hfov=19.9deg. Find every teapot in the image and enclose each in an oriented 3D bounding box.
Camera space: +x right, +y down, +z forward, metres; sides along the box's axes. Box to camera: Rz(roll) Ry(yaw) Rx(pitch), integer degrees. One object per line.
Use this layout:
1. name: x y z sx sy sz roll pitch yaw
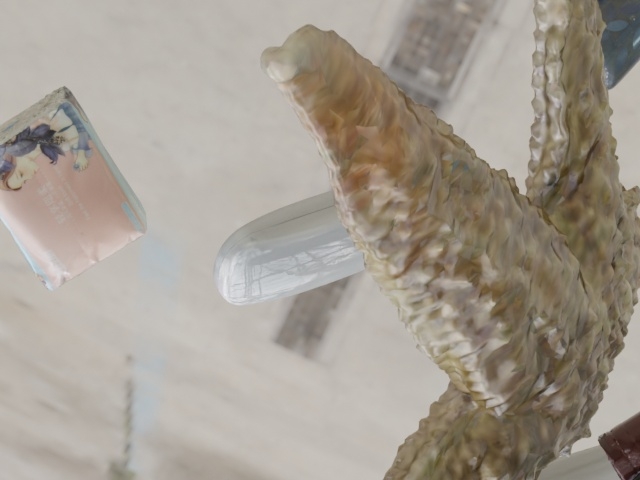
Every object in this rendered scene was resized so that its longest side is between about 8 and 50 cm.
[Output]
1. teapot: 0.165 -0.131 1.045 0.063 0.083 0.049 43 170 1

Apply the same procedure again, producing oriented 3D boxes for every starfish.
1. starfish: 0.052 -0.001 0.709 0.132 0.398 0.384 22 138 32

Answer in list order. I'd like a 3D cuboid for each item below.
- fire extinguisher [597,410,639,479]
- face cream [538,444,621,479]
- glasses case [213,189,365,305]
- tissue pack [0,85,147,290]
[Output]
1. fire extinguisher: 0.229 0.098 1.084 0.039 0.132 0.056 56 -177 -25
2. face cream: 0.190 0.201 1.406 0.089 0.314 0.143 60 152 14
3. glasses case: 0.000 0.000 1.496 0.049 0.197 0.076 49 145 34
4. tissue pack: -0.151 -0.029 1.052 0.094 0.074 0.059 58 179 -18
